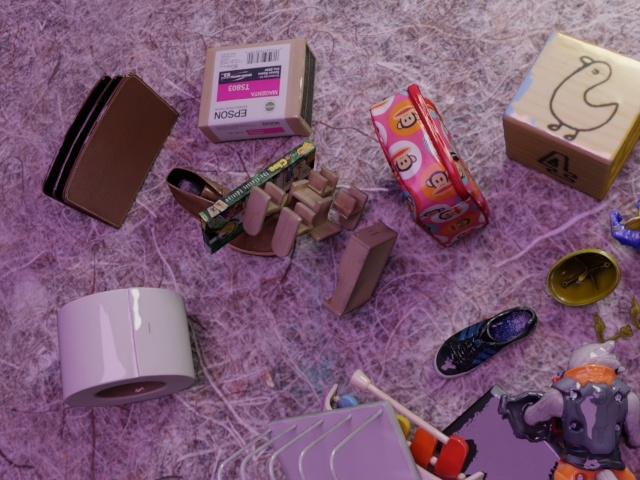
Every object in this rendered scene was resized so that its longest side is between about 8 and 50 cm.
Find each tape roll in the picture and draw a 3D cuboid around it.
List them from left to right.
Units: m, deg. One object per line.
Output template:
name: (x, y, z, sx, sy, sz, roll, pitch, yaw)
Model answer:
tape roll: (-0.371, 0.208, 1.353, 0.246, 0.246, 0.169, -17, 69, 12)

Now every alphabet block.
alphabet block: (0.455, -0.216, 1.243, 0.197, 0.193, 0.192, 29, 86, 23)

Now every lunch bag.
lunch bag: (0.187, -0.140, 1.254, 0.120, 0.293, 0.258, -28, 68, 13)

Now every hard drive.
hard drive: (0.324, 0.384, 1.178, 0.172, 0.054, 0.255, -42, 66, 2)

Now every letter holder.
letter holder: (-0.480, -0.212, 1.530, 0.152, 0.214, 0.302, 22, 82, 22)

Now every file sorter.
file sorter: (-0.004, 0.396, 1.130, 0.277, 0.173, 0.193, -21, 91, 40)

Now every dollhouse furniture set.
dollhouse furniture set: (0.000, 0.000, 1.329, 0.242, 0.212, 0.161, 36, 124, 24)

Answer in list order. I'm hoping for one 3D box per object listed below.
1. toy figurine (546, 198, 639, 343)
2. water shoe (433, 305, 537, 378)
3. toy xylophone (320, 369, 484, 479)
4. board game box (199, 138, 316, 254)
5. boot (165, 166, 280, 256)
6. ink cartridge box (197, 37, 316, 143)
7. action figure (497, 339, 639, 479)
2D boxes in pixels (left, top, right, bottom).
toy figurine: (0.579, -0.006, 1.182, 0.191, 0.217, 0.362, 47, 131, -4)
water shoe: (0.283, 0.171, 1.242, 0.203, 0.080, 0.073, -33, 66, 6)
toy xylophone: (0.122, 0.349, 1.184, 0.322, 0.081, 0.236, 34, 123, 23)
board game box: (-0.116, -0.083, 1.347, 0.259, 0.136, 0.030, -37, 74, -20)
boot: (-0.194, -0.060, 1.448, 0.305, 0.115, 0.112, 26, 79, 20)
ink cartridge box: (-0.136, -0.322, 1.522, 0.234, 0.088, 0.193, -2, 72, 17)
action figure: (0.460, 0.310, 1.064, 0.341, 0.178, 0.330, -6, 72, 2)
